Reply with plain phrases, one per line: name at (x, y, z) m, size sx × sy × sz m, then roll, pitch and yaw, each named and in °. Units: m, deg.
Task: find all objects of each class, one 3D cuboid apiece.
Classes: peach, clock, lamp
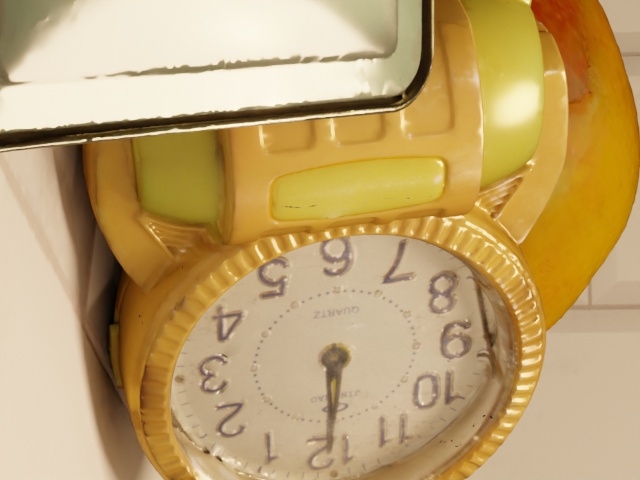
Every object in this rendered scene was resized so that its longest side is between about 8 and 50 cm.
peach at (0.070, -0.067, 1.283) m, size 0.373 × 0.290 × 0.372 m, roll -54°, pitch 175°, yaw -6°
clock at (0.000, 0.000, 1.021) m, size 0.200 × 0.244 × 0.317 m, roll -108°, pitch -166°, yaw -57°
lamp at (-0.054, -0.176, 0.762) m, size 0.269 × 0.047 × 0.267 m, roll -9°, pitch 101°, yaw -44°
